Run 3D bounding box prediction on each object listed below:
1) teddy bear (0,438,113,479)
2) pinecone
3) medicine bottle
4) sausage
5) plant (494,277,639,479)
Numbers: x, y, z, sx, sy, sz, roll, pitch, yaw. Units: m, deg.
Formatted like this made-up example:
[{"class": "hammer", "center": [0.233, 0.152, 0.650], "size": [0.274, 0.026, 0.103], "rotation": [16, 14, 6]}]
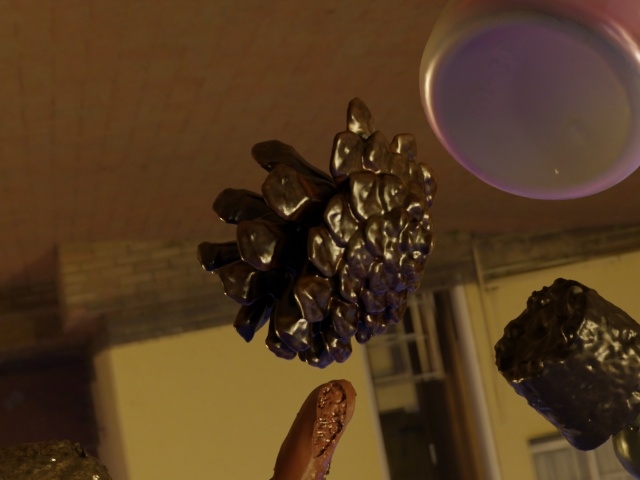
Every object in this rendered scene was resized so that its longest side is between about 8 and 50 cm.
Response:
[{"class": "teddy bear", "center": [-0.186, 0.184, 0.702], "size": [0.129, 0.182, 0.251], "rotation": [-42, 177, -10]}, {"class": "pinecone", "center": [-0.002, 0.000, 0.990], "size": [0.201, 0.202, 0.229], "rotation": [-23, -153, 49]}, {"class": "medicine bottle", "center": [0.170, -0.154, 0.733], "size": [0.152, 0.152, 0.254], "rotation": [-15, -150, 38]}, {"class": "sausage", "center": [-0.030, 0.316, 1.525], "size": [0.079, 0.326, 0.087], "rotation": [18, 147, 15]}, {"class": "plant", "center": [0.320, 0.158, 1.157], "size": [0.149, 0.274, 0.146], "rotation": [-52, -169, 15]}]
